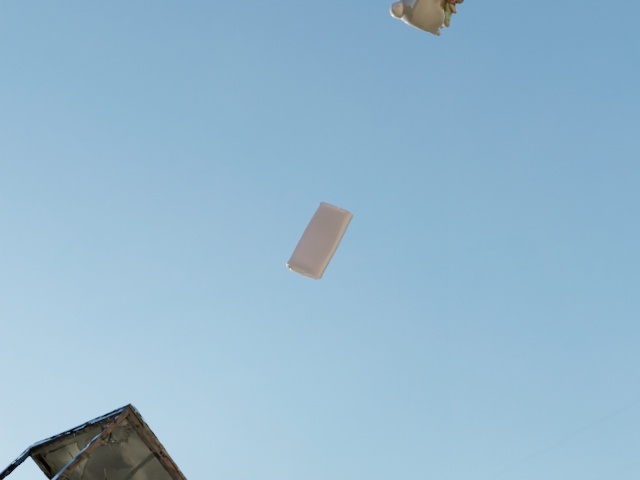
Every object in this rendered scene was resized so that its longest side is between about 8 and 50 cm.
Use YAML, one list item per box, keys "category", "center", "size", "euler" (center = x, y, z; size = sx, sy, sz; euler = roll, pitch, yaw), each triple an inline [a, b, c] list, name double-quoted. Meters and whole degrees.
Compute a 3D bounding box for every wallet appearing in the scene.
- category: "wallet"
  center: [0.000, 0.000, 1.236]
  size: [0.122, 0.061, 0.025]
  euler: [-62, -23, -21]

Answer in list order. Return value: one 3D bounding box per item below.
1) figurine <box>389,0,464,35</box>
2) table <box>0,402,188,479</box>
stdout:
- category: "figurine"
  center: [0.159, -0.356, 1.074]
  size: [0.098, 0.081, 0.146]
  euler: [4, -63, -44]
- category: "table"
  center: [-0.462, 0.498, 1.450]
  size: [0.335, 0.272, 0.222]
  euler: [-27, -78, 34]
